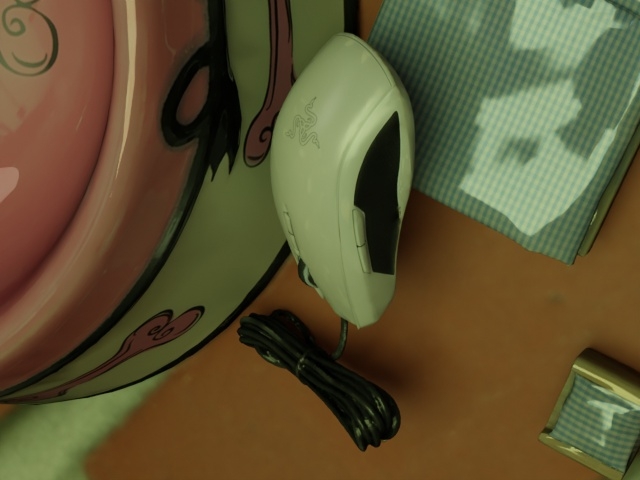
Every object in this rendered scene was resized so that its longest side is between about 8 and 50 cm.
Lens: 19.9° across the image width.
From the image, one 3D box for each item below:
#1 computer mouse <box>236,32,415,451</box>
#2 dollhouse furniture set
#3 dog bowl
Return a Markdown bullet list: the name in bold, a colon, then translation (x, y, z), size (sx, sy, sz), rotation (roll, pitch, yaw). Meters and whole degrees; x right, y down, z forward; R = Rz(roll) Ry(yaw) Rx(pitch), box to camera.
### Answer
- **computer mouse**: translation (0.000, 0.000, 0.779), size (0.106, 0.042, 0.193), rotation (45, 144, 42)
- **dollhouse furniture set**: translation (0.095, -0.022, 0.706), size (0.303, 0.198, 0.286), rotation (29, 110, 13)
- **dog bowl**: translation (-0.198, -0.102, 0.830), size (0.408, 0.150, 0.408), rotation (4, 103, 20)
